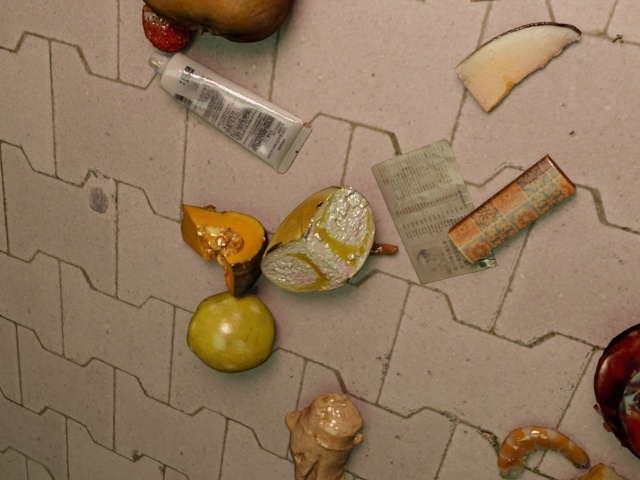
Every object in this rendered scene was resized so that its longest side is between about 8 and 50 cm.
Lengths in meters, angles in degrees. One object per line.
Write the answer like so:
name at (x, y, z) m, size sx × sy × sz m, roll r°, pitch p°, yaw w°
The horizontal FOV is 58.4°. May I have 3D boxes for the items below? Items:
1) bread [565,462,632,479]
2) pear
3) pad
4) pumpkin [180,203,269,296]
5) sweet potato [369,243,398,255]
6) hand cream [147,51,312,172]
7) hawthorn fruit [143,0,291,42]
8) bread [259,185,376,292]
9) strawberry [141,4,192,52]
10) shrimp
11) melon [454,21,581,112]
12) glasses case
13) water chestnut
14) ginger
bread at (0.602, 0.662, 1.084) m, size 0.395 × 0.264 × 0.239 m, roll 42°, pitch 117°, yaw 4°
pear at (-0.198, 0.203, 1.279) m, size 0.198 × 0.198 × 0.198 m, roll 9°, pitch 115°, yaw 20°
pad at (0.214, -0.046, 1.090) m, size 0.160 × 0.009 × 0.264 m, roll -18°, pitch 103°, yaw 29°
pumpkin at (-0.196, 0.001, 1.228) m, size 0.248 × 0.126 × 0.130 m, roll 43°, pitch 152°, yaw 31°
sweet potato at (0.073, 0.030, 1.165) m, size 0.179 × 0.044 × 0.044 m, roll -20°, pitch 102°, yaw 23°
hand cream at (-0.186, -0.269, 1.133) m, size 0.341 × 0.077 × 0.124 m, roll 32°, pitch 120°, yaw -6°
hawthorn fruit at (-0.156, -0.482, 0.923) m, size 0.268 × 0.268 × 0.300 m, roll 27°, pitch 112°, yaw 11°
bread at (0.010, -0.010, 1.118) m, size 0.158 × 0.156 × 0.261 m, roll 39°, pitch 137°, yaw -21°
strawberry at (-0.300, -0.414, 1.104) m, size 0.106 × 0.106 × 0.106 m, roll 9°, pitch 115°, yaw 20°
shrimp at (0.458, 0.452, 1.183) m, size 0.166 × 0.049 × 0.161 m, roll 18°, pitch 116°, yaw 7°
melon at (0.311, -0.298, 0.916) m, size 0.098 × 0.054 × 0.182 m, roll 46°, pitch 122°, yaw -8°
glasses case at (0.332, -0.050, 1.007) m, size 0.075 × 0.049 × 0.218 m, roll 48°, pitch 118°, yaw -2°
water chestnut at (0.594, 0.261, 0.906) m, size 0.300 × 0.300 × 0.299 m, roll 9°, pitch 115°, yaw 20°
ginger at (0.001, 0.502, 1.350) m, size 0.190 × 0.126 × 0.353 m, roll 10°, pitch 114°, yaw 13°
